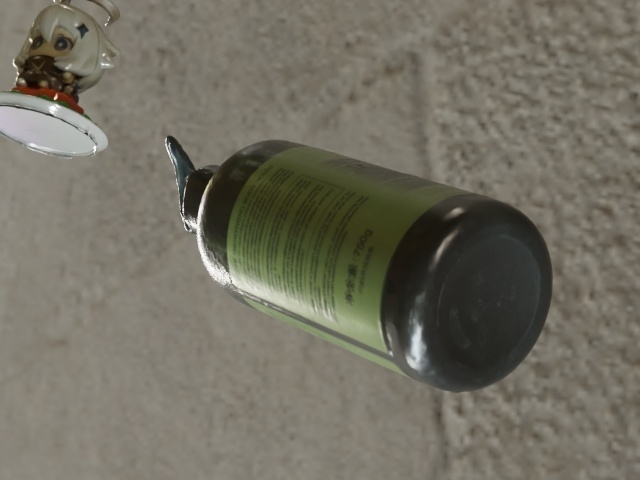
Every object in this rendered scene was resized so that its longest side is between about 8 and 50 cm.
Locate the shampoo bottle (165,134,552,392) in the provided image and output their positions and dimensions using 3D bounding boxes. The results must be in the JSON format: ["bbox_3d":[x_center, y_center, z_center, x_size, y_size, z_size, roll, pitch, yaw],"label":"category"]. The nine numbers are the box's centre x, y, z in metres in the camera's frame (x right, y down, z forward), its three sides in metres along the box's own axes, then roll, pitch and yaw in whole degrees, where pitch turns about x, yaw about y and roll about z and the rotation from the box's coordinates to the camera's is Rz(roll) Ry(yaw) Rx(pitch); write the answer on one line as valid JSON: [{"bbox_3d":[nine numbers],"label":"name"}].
[{"bbox_3d":[0.000,0.000,0.879,0.284,0.101,0.101,20,100,51],"label":"shampoo bottle"}]

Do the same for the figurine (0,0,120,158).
[{"bbox_3d":[-0.247,-0.171,1.512,0.132,0.132,0.153,-19,51,61],"label":"figurine"}]
